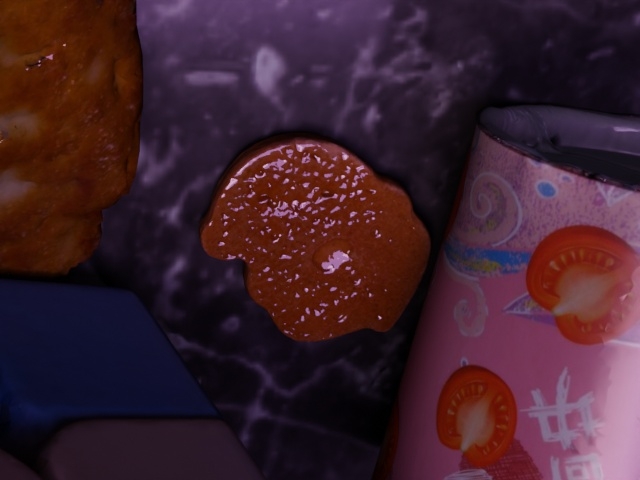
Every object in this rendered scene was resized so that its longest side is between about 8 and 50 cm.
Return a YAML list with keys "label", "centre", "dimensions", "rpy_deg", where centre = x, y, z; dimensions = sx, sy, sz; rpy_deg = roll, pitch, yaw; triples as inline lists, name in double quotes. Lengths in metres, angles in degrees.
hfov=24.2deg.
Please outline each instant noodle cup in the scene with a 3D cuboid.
- label: "instant noodle cup"
  centre: [0.149, 0.067, 0.740]
  dimensions: [0.242, 0.243, 0.231]
  rpy_deg: [6, 107, -14]

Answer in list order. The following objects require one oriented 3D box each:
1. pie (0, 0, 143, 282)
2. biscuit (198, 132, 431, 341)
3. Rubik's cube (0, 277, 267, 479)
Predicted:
- label: "pie"
  centre: [-0.212, -0.064, 0.637]
  dimensions: [0.308, 0.086, 0.308]
  rpy_deg: [-13, 151, -7]
- label: "biscuit"
  centre: [0.000, 0.000, 0.790]
  dimensions: [0.102, 0.019, 0.130]
  rpy_deg: [-45, 115, 10]
- label: "Rubik's cube"
  centre: [-0.208, 0.236, 0.616]
  dimensions: [0.344, 0.347, 0.347]
  rpy_deg: [5, 122, -39]
